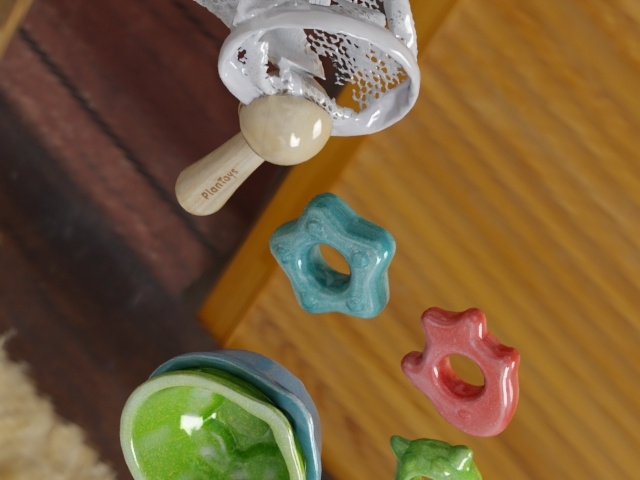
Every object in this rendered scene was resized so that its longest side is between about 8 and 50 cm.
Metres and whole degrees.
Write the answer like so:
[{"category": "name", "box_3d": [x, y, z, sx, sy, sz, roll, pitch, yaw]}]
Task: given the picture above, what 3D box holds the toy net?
[{"category": "toy net", "box_3d": [0.000, 0.000, 0.593, 0.122, 0.232, 0.045, 17, 36, 23]}]
